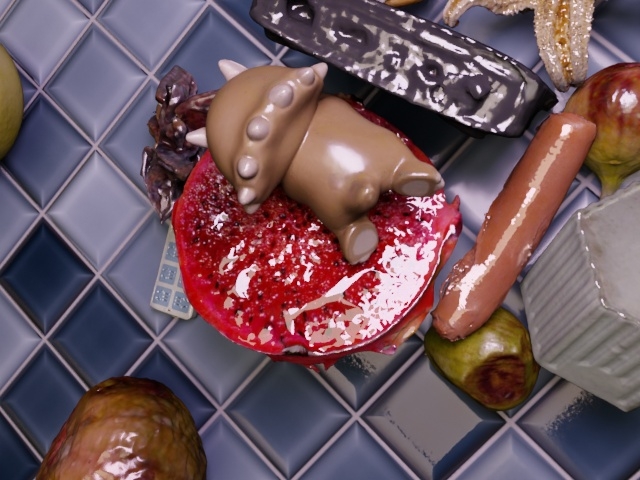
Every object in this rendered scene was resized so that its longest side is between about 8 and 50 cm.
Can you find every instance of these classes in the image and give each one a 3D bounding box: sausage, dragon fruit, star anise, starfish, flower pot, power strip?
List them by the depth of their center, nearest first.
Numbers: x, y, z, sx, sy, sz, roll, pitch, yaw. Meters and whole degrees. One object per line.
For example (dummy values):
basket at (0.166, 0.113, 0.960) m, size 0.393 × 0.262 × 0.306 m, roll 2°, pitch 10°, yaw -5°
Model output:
flower pot at (0.385, 0.068, 0.705) m, size 0.239 × 0.190 × 0.209 m, roll 28°, pitch 60°, yaw 15°
sausage at (0.245, -0.012, 0.743) m, size 0.079 × 0.087 × 0.327 m, roll 35°, pitch 100°, yaw 36°
starfish at (0.311, -0.361, 0.765) m, size 0.312 × 0.113 × 0.303 m, roll -34°, pitch 61°, yaw 11°
dragon fruit at (0.000, 0.000, 0.824) m, size 0.386 × 0.249 × 0.371 m, roll 3°, pitch 74°, yaw 11°
star anise at (-0.221, -0.153, 0.910) m, size 0.283 × 0.129 × 0.212 m, roll 45°, pitch 132°, yaw 53°
power strip at (-0.231, 0.042, 0.987) m, size 0.081 × 0.035 × 0.192 m, roll 16°, pitch 94°, yaw 15°

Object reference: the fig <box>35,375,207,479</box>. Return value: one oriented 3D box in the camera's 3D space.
fig at (-0.263, 0.405, 0.920) m, size 0.286 × 0.286 × 0.368 m, roll -43°, pitch 110°, yaw 10°

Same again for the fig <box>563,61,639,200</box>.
fig at (0.387, -0.135, 0.785) m, size 0.143 × 0.160 × 0.231 m, roll 31°, pitch 127°, yaw 9°

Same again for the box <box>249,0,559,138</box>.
box at (0.120, -0.230, 0.738) m, size 0.359 × 0.350 × 0.091 m, roll 30°, pitch 110°, yaw 15°

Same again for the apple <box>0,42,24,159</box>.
apple at (-0.666, -0.241, 0.981) m, size 0.292 × 0.292 × 0.254 m, roll 3°, pitch 112°, yaw 15°

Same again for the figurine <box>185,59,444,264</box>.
figurine at (-0.024, -0.099, 0.634) m, size 0.177 × 0.173 × 0.247 m, roll -45°, pitch 68°, yaw 21°

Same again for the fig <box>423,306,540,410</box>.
fig at (0.229, 0.160, 0.822) m, size 0.165 × 0.154 × 0.144 m, roll 21°, pitch 112°, yaw 45°

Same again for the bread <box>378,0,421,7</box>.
bread at (0.105, -0.431, 0.823) m, size 0.136 × 0.107 × 0.241 m, roll -14°, pitch 51°, yaw 5°
